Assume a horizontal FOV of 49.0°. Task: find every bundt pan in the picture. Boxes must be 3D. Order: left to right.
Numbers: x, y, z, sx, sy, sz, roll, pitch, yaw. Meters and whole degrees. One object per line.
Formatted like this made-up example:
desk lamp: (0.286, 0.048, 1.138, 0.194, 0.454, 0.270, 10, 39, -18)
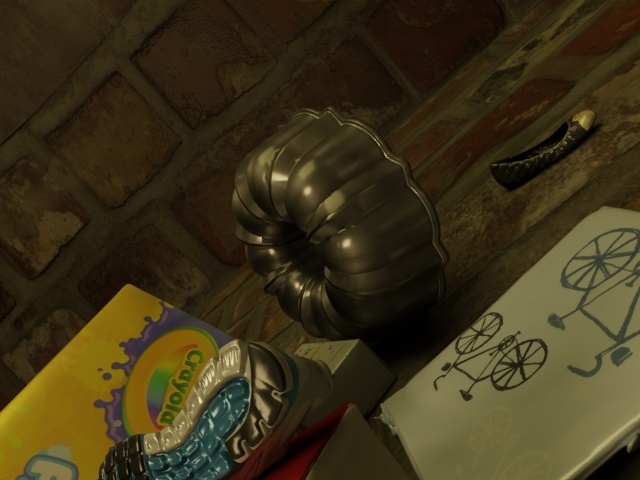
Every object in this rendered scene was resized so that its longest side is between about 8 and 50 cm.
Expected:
bundt pan: (0.000, 0.000, 0.918, 0.124, 0.331, 0.331, -32, 4, -30)

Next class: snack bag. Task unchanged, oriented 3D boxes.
snack bag: (0.206, 0.103, 0.605, 0.342, 0.037, 0.323, -42, 10, 1)

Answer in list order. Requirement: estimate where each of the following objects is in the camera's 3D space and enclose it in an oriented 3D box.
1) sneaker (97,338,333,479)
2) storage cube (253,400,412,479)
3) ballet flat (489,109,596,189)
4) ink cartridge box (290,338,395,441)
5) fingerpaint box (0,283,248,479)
sneaker: (-0.063, 0.132, 0.431, 0.190, 0.071, 0.083, -42, -29, 24)
storage cube: (-0.021, 0.245, 0.399, 0.193, 0.184, 0.215, -39, -2, 20)
ballet flat: (0.331, -0.139, 1.046, 0.173, 0.049, 0.057, -38, 13, 27)
ink cartridge box: (-0.004, 0.198, 0.900, 0.127, 0.072, 0.175, -49, 12, -25)
fingerpaint box: (-0.239, 0.321, 0.609, 0.445, 0.163, 0.371, -55, -15, -44)
